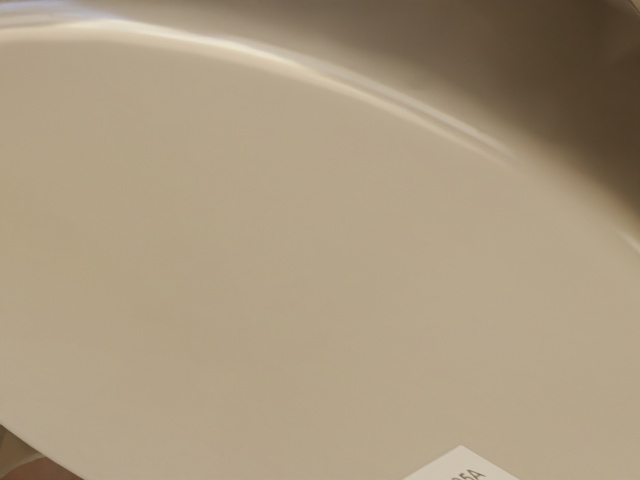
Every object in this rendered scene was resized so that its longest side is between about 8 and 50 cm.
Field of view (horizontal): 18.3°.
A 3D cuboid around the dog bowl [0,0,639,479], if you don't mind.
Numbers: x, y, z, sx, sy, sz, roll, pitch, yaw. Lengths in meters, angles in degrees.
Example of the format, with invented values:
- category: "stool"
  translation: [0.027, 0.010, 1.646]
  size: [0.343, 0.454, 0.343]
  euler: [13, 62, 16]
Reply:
- category: "dog bowl"
  translation: [0.000, 0.000, 0.516]
  size: [0.349, 0.349, 0.102]
  euler: [6, 55, 25]
